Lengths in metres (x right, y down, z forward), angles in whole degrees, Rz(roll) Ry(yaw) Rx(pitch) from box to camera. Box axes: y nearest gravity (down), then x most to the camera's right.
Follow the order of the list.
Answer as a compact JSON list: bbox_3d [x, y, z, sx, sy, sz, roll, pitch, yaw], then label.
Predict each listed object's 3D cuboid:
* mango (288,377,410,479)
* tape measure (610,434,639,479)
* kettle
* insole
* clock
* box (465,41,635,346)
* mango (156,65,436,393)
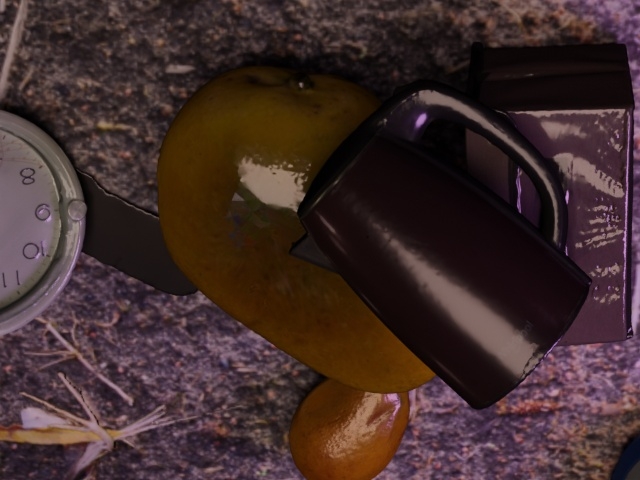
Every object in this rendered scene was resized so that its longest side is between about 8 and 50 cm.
[{"bbox_3d":[0.036,0.193,1.515,0.115,0.089,0.165,44,110,-7],"label":"mango"},{"bbox_3d":[0.403,0.343,1.552,0.215,0.098,0.351,14,115,-5],"label":"tape measure"},{"bbox_3d":[0.105,-0.005,1.183,0.232,0.144,0.202,42,101,-5],"label":"kettle"},{"bbox_3d":[-0.256,-0.035,1.461,0.322,0.007,0.109,27,118,-10],"label":"insole"},{"bbox_3d":[-0.349,-0.019,1.408,0.236,0.053,0.237,-7,106,-25],"label":"clock"},{"bbox_3d":[0.211,-0.042,1.322,0.153,0.188,0.252,-1,115,8],"label":"box"},{"bbox_3d":[0.000,0.000,1.351,0.253,0.182,0.365,-27,108,21],"label":"mango"}]
